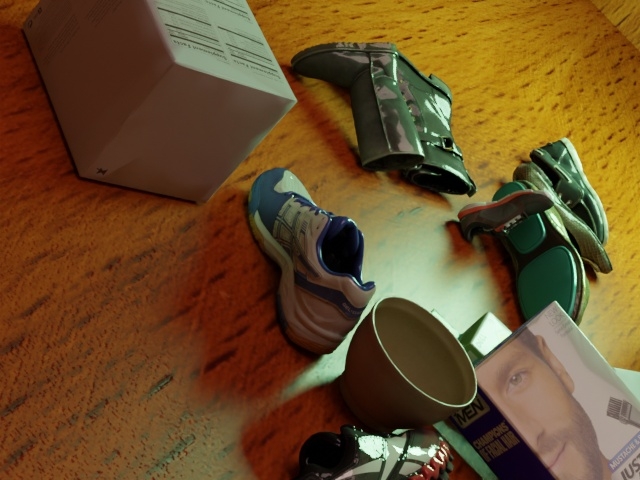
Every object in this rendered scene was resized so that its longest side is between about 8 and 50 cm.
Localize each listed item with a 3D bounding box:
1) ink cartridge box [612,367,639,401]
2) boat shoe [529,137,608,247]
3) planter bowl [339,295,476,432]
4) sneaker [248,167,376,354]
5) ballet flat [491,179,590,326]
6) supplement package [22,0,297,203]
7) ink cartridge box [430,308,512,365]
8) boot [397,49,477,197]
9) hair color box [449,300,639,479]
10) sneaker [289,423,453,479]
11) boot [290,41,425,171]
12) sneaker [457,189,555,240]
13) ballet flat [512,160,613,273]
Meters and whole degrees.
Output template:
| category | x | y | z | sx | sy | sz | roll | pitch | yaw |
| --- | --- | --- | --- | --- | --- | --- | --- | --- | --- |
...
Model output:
| category | x | y | z | sx | sy | sz | roll | pitch | yaw |
| --- | --- | --- | --- | --- | --- | --- | --- | --- | --- |
| ink cartridge box | 0.423 | 0.309 | 1.751 | 0.239 | 0.060 | 0.275 | 14 | 55 | -49 |
| boat shoe | 0.464 | -0.081 | 2.393 | 0.079 | 0.084 | 0.233 | -15 | 64 | -14 |
| planter bowl | 0.091 | 0.162 | 1.540 | 0.162 | 0.109 | 0.162 | 32 | 31 | -22 |
| sneaker | 0.000 | 0.000 | 1.616 | 0.112 | 0.131 | 0.296 | 17 | 37 | -37 |
| ballet flat | 0.368 | 0.042 | 2.055 | 0.123 | 0.123 | 0.348 | 25 | 33 | -31 |
| supplement package | -0.201 | -0.218 | 1.569 | 0.198 | 0.199 | 0.262 | 12 | 42 | -45 |
| ink cartridge box | 0.235 | 0.168 | 1.764 | 0.209 | 0.062 | 0.109 | 44 | 30 | 1 |
| boot | 0.141 | -0.192 | 2.097 | 0.263 | 0.091 | 0.229 | 19 | 45 | -26 |
| hair color box | 0.329 | 0.268 | 1.630 | 0.185 | 0.110 | 0.339 | -35 | 80 | -33 |
| sneaker | 0.052 | 0.248 | 1.390 | 0.135 | 0.097 | 0.276 | 51 | 31 | 7 |
| boot | 0.057 | -0.207 | 2.013 | 0.190 | 0.076 | 0.208 | -6 | 74 | -3 |
| sneaker | 0.298 | -0.032 | 2.039 | 0.061 | 0.158 | 0.065 | 49 | 31 | -52 |
| ballet flat | 0.427 | -0.033 | 2.289 | 0.250 | 0.058 | 0.084 | 51 | -6 | 1 |
